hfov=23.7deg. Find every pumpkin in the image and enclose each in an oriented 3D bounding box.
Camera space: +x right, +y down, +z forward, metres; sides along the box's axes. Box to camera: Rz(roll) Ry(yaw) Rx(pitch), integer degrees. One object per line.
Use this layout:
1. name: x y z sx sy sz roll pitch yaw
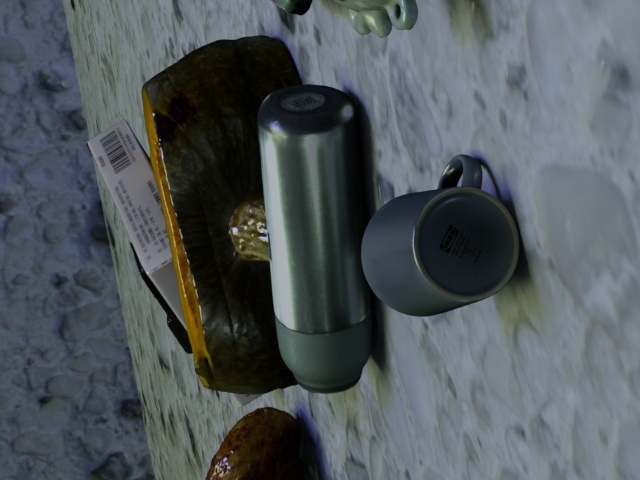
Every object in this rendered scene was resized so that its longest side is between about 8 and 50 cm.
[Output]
1. pumpkin: -0.068 -0.019 1.349 0.222 0.139 0.317 -153 54 -77

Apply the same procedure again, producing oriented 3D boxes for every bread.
1. bread: -0.070 0.268 1.602 0.193 0.064 0.193 9 -90 -68

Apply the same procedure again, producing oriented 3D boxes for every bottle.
1. bottle: 0.000 0.000 1.210 0.096 0.079 0.253 -54 -35 -54

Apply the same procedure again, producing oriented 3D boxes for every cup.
1. cup: 0.076 -0.006 0.914 0.077 0.078 0.100 161 126 -71

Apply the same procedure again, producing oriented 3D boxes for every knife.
1. knife: -0.184 0.062 1.779 0.230 0.028 0.060 64 -174 -58

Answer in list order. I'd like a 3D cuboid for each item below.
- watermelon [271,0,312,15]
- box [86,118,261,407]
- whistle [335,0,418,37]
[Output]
1. watermelon: -0.042 -0.240 1.141 0.146 0.128 0.231 51 -174 -10
2. box: -0.164 0.018 1.767 0.214 0.069 0.353 59 179 -32
3. whistle: 0.010 -0.231 0.905 0.102 0.106 0.253 -32 64 32
